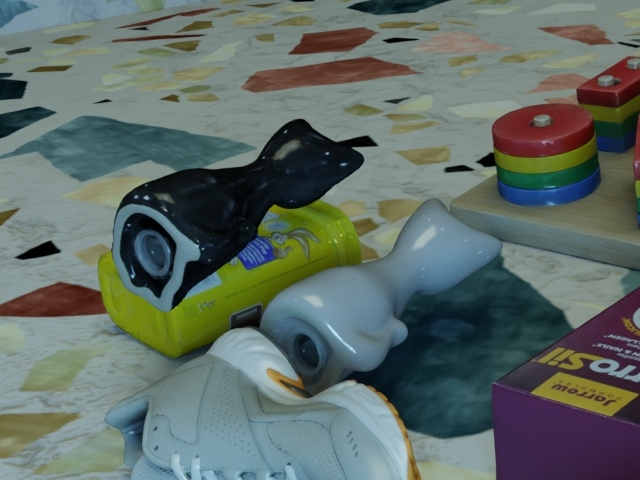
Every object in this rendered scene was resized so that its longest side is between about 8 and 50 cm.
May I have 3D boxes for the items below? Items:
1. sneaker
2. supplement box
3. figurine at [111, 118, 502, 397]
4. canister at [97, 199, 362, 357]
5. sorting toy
[{"bbox_3d":[-0.035,0.131,0.753,0.121,0.099,0.262,-24,18,-22],"label":"sneaker"},{"bbox_3d":[0.195,0.093,0.783,0.104,0.080,0.188,13,28,42],"label":"supplement box"},{"bbox_3d":[0.000,0.000,0.969,0.215,0.092,0.209,33,43,22],"label":"figurine"},{"bbox_3d":[-0.072,0.023,1.061,0.170,0.073,0.126,-21,27,-32],"label":"canister"},{"bbox_3d":[0.283,-0.079,1.174,0.257,0.089,0.255,14,35,43],"label":"sorting toy"}]
